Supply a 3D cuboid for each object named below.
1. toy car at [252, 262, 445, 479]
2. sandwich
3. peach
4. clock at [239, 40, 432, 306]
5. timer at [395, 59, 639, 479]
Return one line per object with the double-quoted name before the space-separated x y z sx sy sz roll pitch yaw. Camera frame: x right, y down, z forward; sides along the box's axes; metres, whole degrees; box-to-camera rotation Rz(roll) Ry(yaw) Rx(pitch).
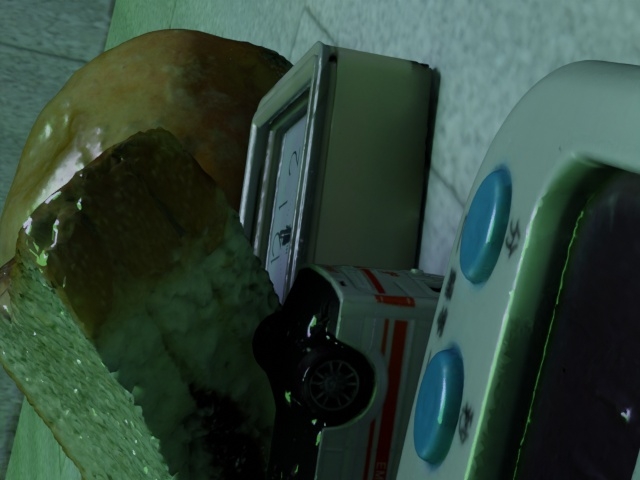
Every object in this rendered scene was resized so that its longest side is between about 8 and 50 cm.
"toy car" 0.024 0.115 0.656 0.089 0.108 0.210 -153 70 -72
"sandwich" -0.063 0.088 0.754 0.254 0.099 0.288 57 159 1
"peach" -0.097 -0.028 1.018 0.236 0.214 0.214 -60 19 11
"clock" 0.000 0.000 0.877 0.147 0.071 0.192 150 129 -70
"timer" 0.090 0.081 0.461 0.237 0.087 0.262 -143 64 -74
